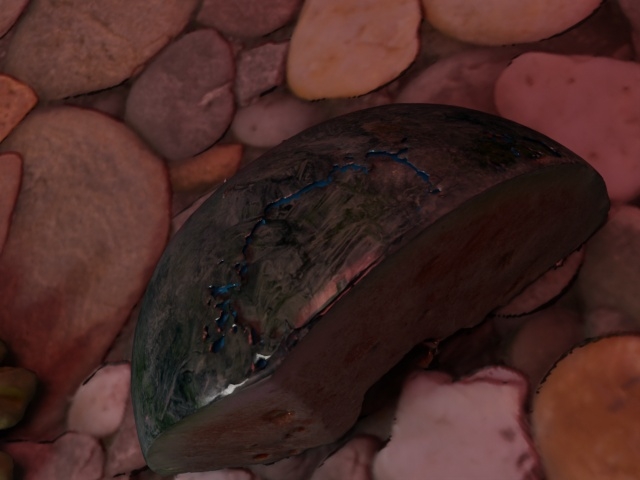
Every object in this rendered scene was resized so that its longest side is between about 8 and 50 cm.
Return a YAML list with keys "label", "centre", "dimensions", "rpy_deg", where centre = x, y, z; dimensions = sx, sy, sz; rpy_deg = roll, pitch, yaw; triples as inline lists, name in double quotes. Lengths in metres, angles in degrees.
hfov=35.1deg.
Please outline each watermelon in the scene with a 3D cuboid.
- label: "watermelon"
  centre: [-0.004, -0.004, 0.595]
  dimensions: [0.322, 0.188, 0.175]
  rpy_deg: [-38, 62, -9]

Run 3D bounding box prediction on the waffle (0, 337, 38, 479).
- label: "waffle"
  centre: [-0.357, 0.151, 0.720]
  dimensions: [0.309, 0.056, 0.292]
  rpy_deg: [23, 73, 27]
